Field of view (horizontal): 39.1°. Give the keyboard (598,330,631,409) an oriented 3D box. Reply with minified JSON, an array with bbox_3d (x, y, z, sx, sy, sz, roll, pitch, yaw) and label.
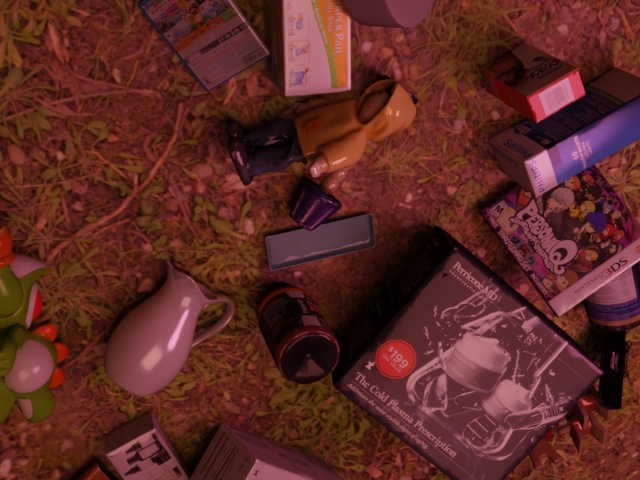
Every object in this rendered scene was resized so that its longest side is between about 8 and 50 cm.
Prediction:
[{"bbox_3d":[0.572,0.243,1.784,0.100,0.038,0.192,27,64,-33],"label":"keyboard"}]

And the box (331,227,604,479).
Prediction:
[{"bbox_3d":[0.243,0.211,1.569,0.343,0.179,0.312,39,98,-9],"label":"box"}]

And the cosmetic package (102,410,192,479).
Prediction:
[{"bbox_3d":[-0.290,0.426,1.621,0.098,0.060,0.239,-27,120,-3],"label":"cosmetic package"}]

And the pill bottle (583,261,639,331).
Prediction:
[{"bbox_3d":[0.538,0.049,1.675,0.122,0.123,0.219,-22,113,-7],"label":"pill bottle"}]

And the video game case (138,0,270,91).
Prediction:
[{"bbox_3d":[-0.167,-0.308,1.311,0.119,0.015,0.166,-26,123,21],"label":"video game case"}]

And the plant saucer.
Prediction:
[{"bbox_3d":[0.000,0.000,1.537,0.192,0.018,0.067,-12,118,-12],"label":"plant saucer"}]

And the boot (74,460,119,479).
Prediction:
[{"bbox_3d":[-0.490,0.486,1.563,0.280,0.096,0.264,-37,120,0],"label":"boot"}]

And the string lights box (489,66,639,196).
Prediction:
[{"bbox_3d":[0.434,-0.187,1.525,0.259,0.133,0.077,-29,119,-3],"label":"string lights box"}]

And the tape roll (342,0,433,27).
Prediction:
[{"bbox_3d":[0.099,-0.412,1.267,0.219,0.072,0.219,-25,119,-57],"label":"tape roll"}]

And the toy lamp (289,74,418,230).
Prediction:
[{"bbox_3d":[0.048,-0.136,1.456,0.080,0.080,0.275,34,98,-29],"label":"toy lamp"}]

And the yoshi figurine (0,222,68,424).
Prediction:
[{"bbox_3d":[-0.514,0.151,1.351,0.202,0.204,0.362,-8,120,3],"label":"yoshi figurine"}]

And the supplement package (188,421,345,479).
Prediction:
[{"bbox_3d":[-0.099,0.482,1.623,0.261,0.145,0.204,30,90,-35],"label":"supplement package"}]

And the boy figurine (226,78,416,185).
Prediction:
[{"bbox_3d":[0.005,-0.162,1.360,0.285,0.177,0.092,-15,132,9],"label":"boy figurine"}]

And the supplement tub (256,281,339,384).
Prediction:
[{"bbox_3d":[-0.045,0.143,1.486,0.106,0.198,0.106,-8,118,-15],"label":"supplement tub"}]

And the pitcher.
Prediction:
[{"bbox_3d":[-0.244,0.156,1.482,0.177,0.125,0.207,34,89,-44],"label":"pitcher"}]

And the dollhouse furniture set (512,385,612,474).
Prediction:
[{"bbox_3d":[0.430,0.328,1.798,0.261,0.135,0.259,-15,130,-11],"label":"dollhouse furniture set"}]

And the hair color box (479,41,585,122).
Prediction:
[{"bbox_3d":[0.335,-0.255,1.439,0.093,0.167,0.053,-30,120,-3],"label":"hair color box"}]

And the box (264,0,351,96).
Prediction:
[{"bbox_3d":[-0.020,-0.326,1.318,0.103,0.114,0.203,-8,116,-15],"label":"box"}]

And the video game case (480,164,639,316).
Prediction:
[{"bbox_3d":[0.432,-0.018,1.579,0.210,0.042,0.232,-35,82,4],"label":"video game case"}]
